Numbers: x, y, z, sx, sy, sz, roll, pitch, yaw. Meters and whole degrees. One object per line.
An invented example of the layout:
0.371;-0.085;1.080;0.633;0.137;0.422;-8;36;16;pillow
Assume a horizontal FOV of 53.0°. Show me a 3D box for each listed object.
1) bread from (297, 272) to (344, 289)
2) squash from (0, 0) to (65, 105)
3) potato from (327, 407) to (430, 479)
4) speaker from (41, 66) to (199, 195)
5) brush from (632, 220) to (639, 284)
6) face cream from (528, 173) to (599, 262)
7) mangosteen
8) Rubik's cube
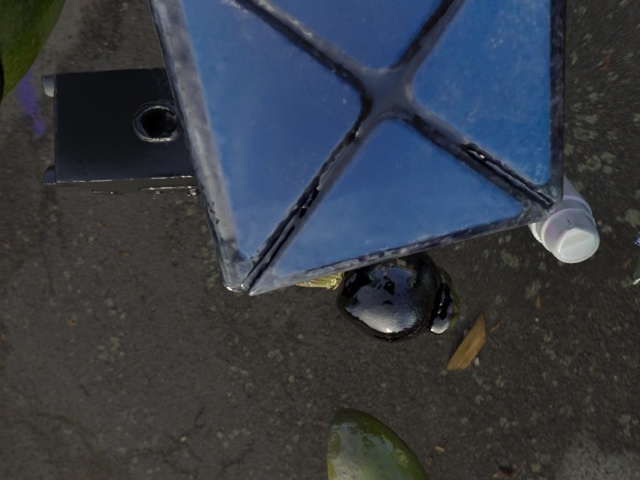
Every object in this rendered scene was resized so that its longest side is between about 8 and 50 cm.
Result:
0.000;0.000;1.260;0.114;0.132;0.190;9;106;-23;bread
-0.442;-0.337;0.761;0.311;0.308;0.310;11;140;9;squash
0.086;0.530;1.512;0.270;0.112;0.255;-27;90;28;potato
-0.295;-0.167;1.061;0.254;0.232;0.183;-2;89;5;speaker
0.609;0.013;1.214;0.030;0.178;0.033;36;142;4;brush
0.399;-0.074;1.132;0.102;0.345;0.101;0;121;1;face cream
0.158;0.106;1.296;0.243;0.243;0.242;4;102;18;mangosteen
0.015;-0.148;0.494;0.260;0.254;0.259;-13;121;-8;Rubik's cube
